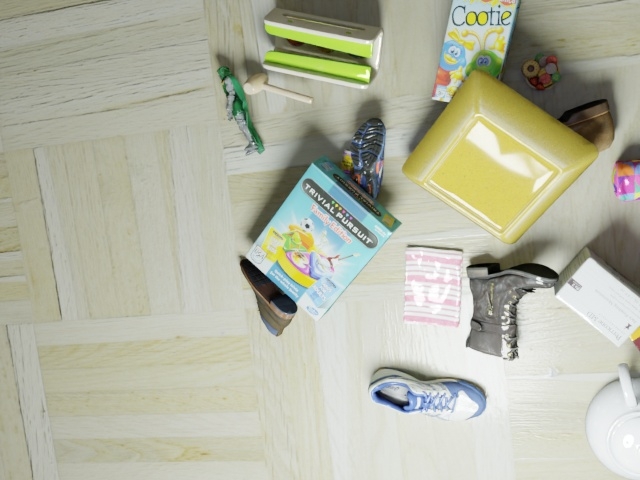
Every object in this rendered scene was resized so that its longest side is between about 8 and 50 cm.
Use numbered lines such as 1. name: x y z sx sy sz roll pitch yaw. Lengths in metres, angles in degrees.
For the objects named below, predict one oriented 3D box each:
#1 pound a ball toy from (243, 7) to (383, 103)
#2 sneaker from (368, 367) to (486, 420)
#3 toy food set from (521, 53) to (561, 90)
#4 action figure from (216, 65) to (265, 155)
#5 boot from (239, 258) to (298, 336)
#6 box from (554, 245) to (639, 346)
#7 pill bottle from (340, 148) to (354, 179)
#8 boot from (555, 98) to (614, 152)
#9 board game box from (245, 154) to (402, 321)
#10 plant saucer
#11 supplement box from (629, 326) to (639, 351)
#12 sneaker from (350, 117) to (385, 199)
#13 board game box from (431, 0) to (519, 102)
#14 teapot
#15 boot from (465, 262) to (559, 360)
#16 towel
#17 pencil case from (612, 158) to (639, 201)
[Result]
1. pound a ball toy: -0.019 -0.443 1.937 0.319 0.136 0.208 14 127 13
2. sneaker: 0.260 0.401 1.973 0.296 0.131 0.112 6 98 13
3. toy food set: 0.513 -0.389 1.836 0.082 0.020 0.083 -27 90 18
4. action figure: -0.209 -0.333 2.004 0.063 0.137 0.232 -20 83 -7
5. boot: -0.153 0.150 2.069 0.219 0.082 0.106 48 133 29
6. box: 0.636 0.122 1.797 0.181 0.182 0.119 39 106 7
7. pill bottle: 0.072 -0.183 1.979 0.043 0.043 0.083 14 102 13
8. boot: 0.520 -0.217 1.823 0.305 0.112 0.115 -18 104 15
9. board game box: 0.000 0.000 1.965 0.253 0.079 0.336 41 122 6
10. plant saucer: 0.387 -0.160 1.786 0.332 0.081 0.333 33 131 -2
11. supplement box: 0.823 0.222 1.787 0.191 0.129 0.194 -37 88 17
12. sneaker: 0.118 -0.191 1.941 0.083 0.087 0.221 16 109 18
13. board game box: 0.357 -0.444 1.807 0.142 0.144 0.275 14 101 13
14. teapot: 0.730 0.442 1.818 0.256 0.187 0.253 32 105 10
15. boot: 0.451 0.171 1.880 0.263 0.091 0.229 1 99 49
16. towel: 0.279 0.117 1.976 0.144 0.029 0.197 4 99 14
17. pencil case: 0.773 -0.136 1.765 0.236 0.104 0.105 -1 98 17
